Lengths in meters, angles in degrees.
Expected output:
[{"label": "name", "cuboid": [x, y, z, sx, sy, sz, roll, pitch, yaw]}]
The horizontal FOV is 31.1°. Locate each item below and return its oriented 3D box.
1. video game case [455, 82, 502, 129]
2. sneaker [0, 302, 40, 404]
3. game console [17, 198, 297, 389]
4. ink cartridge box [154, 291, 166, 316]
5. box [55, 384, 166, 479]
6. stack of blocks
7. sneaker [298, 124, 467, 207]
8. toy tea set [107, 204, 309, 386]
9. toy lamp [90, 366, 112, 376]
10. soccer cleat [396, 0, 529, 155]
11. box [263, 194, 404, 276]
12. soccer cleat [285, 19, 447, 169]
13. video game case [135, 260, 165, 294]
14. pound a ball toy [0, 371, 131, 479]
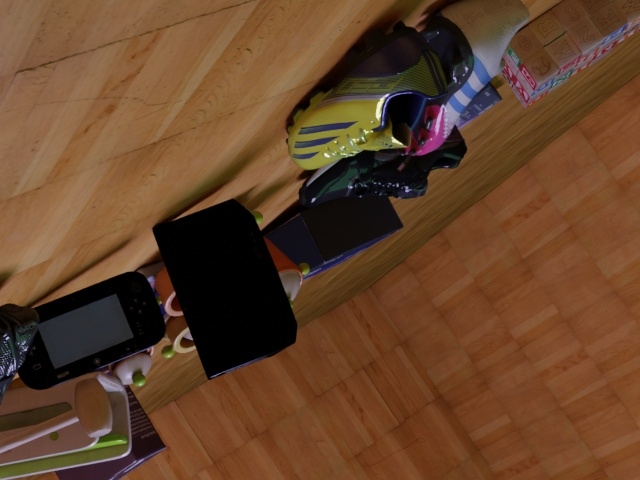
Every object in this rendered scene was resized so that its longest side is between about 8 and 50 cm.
[{"label": "video game case", "cuboid": [0.196, -0.191, 2.056, 0.274, 0.026, 0.196, -36, 172, 12]}, {"label": "sneaker", "cuboid": [-0.391, 0.102, 1.270, 0.130, 0.087, 0.227, -60, 157, -17]}, {"label": "game console", "cuboid": [-0.226, 0.102, 1.505, 0.361, 0.213, 0.044, -22, 172, -5]}, {"label": "ink cartridge box", "cuboid": [-0.205, 0.088, 1.892, 0.207, 0.046, 0.097, -26, 170, -48]}, {"label": "box", "cuboid": [-0.458, 0.394, 2.350, 0.168, 0.203, 0.167, -34, 173, 12]}, {"label": "stack of blocks", "cuboid": [0.434, -0.344, 1.840, 0.297, 0.087, 0.171, -34, 173, 0]}, {"label": "sneaker", "cuboid": [0.105, -0.110, 1.802, 0.283, 0.124, 0.107, -31, 172, -13]}, {"label": "toy tea set", "cuboid": [-0.168, 0.108, 1.716, 0.336, 0.124, 0.200, -43, 149, 8]}, {"label": "toy lamp", "cuboid": [-0.499, 0.326, 2.222, 0.275, 0.080, 0.080, -33, 172, 0]}, {"label": "soccer cleat", "cuboid": [0.173, -0.209, 1.489, 0.143, 0.116, 0.331, -30, 172, -19]}, {"label": "box", "cuboid": [0.000, 0.000, 2.082, 0.184, 0.103, 0.261, -34, 173, 38]}, {"label": "soccer cleat", "cuboid": [0.049, -0.142, 1.374, 0.093, 0.121, 0.289, -28, 171, -37]}, {"label": "video game case", "cuboid": [-0.273, 0.079, 1.807, 0.183, 0.023, 0.201, -38, 171, 30]}, {"label": "pound a ball toy", "cuboid": [-0.413, 0.246, 1.624, 0.319, 0.135, 0.208, -13, 160, 11]}]
